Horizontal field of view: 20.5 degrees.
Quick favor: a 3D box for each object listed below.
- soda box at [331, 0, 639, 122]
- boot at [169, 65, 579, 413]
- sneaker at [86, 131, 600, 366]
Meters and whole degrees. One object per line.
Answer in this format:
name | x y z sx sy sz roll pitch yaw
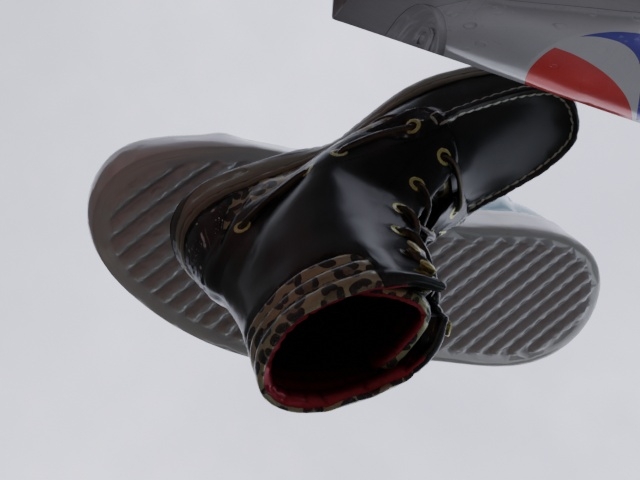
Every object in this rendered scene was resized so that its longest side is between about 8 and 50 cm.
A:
soda box | 0.150 -0.129 0.894 0.091 0.286 0.098 -45 -143 49
boot | 0.049 -0.003 0.909 0.236 0.085 0.178 -22 -152 -5
sneaker | 0.000 0.000 1.148 0.150 0.366 0.135 38 -71 56
